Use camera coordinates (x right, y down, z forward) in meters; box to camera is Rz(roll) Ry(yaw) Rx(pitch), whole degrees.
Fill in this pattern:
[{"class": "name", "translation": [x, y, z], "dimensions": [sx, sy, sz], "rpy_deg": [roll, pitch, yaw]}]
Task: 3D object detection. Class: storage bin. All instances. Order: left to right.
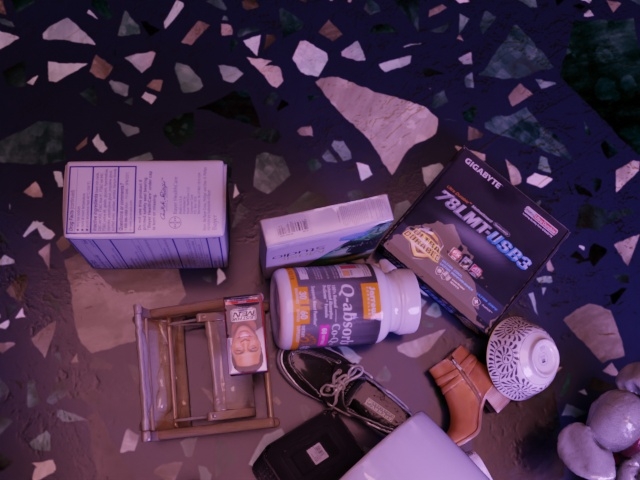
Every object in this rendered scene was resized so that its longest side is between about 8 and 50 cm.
[{"class": "storage bin", "translation": [-0.022, 0.417, 1.542], "dimensions": [0.180, 0.084, 0.122], "rpy_deg": [-24, 68, -34]}]

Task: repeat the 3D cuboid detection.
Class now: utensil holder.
[{"class": "utensil holder", "translation": [0.197, 0.536, 1.395], "dimensions": [0.327, 0.327, 0.385], "rpy_deg": [-40, 72, -12]}]

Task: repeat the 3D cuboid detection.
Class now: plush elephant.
[{"class": "plush elephant", "translation": [0.600, 0.396, 1.557], "dimensions": [0.272, 0.330, 0.255], "rpy_deg": [-34, 63, -4]}]

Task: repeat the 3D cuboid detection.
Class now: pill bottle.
[{"class": "pill bottle", "translation": [0.046, 0.127, 1.614], "dimensions": [0.278, 0.162, 0.162], "rpy_deg": [-3, 76, -12]}]

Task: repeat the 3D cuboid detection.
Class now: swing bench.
[{"class": "swing bench", "translation": [-0.219, 0.245, 1.573], "dimensions": [0.254, 0.165, 0.253], "rpy_deg": [-6, 77, 0]}]

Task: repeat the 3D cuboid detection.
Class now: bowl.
[{"class": "bowl", "translation": [0.421, 0.235, 1.630], "dimensions": [0.170, 0.080, 0.170], "rpy_deg": [5, 80, -31]}]

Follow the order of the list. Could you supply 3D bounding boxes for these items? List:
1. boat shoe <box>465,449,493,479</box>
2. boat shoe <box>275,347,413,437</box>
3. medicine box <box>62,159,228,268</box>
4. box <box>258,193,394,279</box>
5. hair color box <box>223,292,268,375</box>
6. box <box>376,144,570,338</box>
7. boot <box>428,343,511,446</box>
[{"class": "boat shoe", "translation": [0.322, 0.559, 1.563], "dimensions": [0.102, 0.108, 0.301], "rpy_deg": [-26, 77, -10]}, {"class": "boat shoe", "translation": [0.049, 0.292, 1.607], "dimensions": [0.306, 0.105, 0.113], "rpy_deg": [37, 76, 5]}, {"class": "medicine box", "translation": [-0.323, -0.043, 1.580], "dimensions": [0.289, 0.263, 0.149], "rpy_deg": [0, 76, -5]}, {"class": "box", "translation": [0.000, 0.000, 1.565], "dimensions": [0.232, 0.322, 0.058], "rpy_deg": [-12, 80, -7]}, {"class": "hair color box", "translation": [-0.135, 0.171, 1.484], "dimensions": [0.072, 0.043, 0.141], "rpy_deg": [-6, 76, -2]}, {"class": "box", "translation": [0.320, 0.001, 1.720], "dimensions": [0.295, 0.073, 0.293], "rpy_deg": [41, 78, 5]}, {"class": "boot", "translation": [0.267, 0.317, 1.638], "dimensions": [0.197, 0.073, 0.152], "rpy_deg": [-38, 83, -24]}]
